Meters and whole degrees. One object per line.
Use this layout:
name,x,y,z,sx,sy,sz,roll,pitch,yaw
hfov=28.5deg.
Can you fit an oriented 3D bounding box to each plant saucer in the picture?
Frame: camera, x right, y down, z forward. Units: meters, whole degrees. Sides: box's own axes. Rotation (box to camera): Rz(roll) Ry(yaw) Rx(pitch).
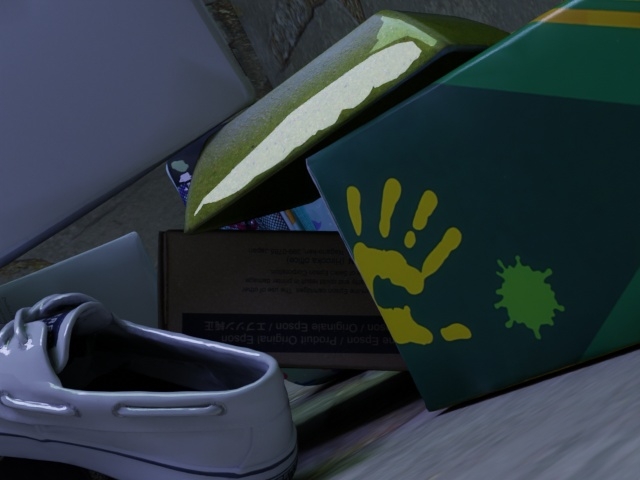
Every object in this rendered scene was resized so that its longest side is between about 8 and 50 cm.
plant saucer,0.019,-0.079,0.746,0.188,0.045,0.188,-34,-6,24

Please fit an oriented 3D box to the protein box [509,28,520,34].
protein box,0.158,-0.057,1.056,0.200,0.201,0.136,-26,-2,-27

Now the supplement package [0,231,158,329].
supplement package,-0.215,0.129,0.987,0.203,0.194,0.149,-24,-1,-38

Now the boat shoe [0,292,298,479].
boat shoe,-0.132,0.069,0.683,0.258,0.084,0.095,8,30,16

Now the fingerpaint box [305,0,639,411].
fingerpaint box,0.275,-0.105,0.681,0.445,0.163,0.371,-25,-2,-43

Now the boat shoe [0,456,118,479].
boat shoe,-0.125,0.132,0.752,0.092,0.102,0.285,-33,-11,32

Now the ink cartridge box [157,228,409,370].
ink cartridge box,-0.005,0.043,0.857,0.193,0.088,0.234,0,-3,-2

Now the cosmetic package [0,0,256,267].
cosmetic package,-0.240,-0.050,0.789,0.385,0.156,0.217,-33,8,-5

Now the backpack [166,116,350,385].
backpack,0.000,0.000,1.182,0.191,0.253,0.225,-22,-3,27
